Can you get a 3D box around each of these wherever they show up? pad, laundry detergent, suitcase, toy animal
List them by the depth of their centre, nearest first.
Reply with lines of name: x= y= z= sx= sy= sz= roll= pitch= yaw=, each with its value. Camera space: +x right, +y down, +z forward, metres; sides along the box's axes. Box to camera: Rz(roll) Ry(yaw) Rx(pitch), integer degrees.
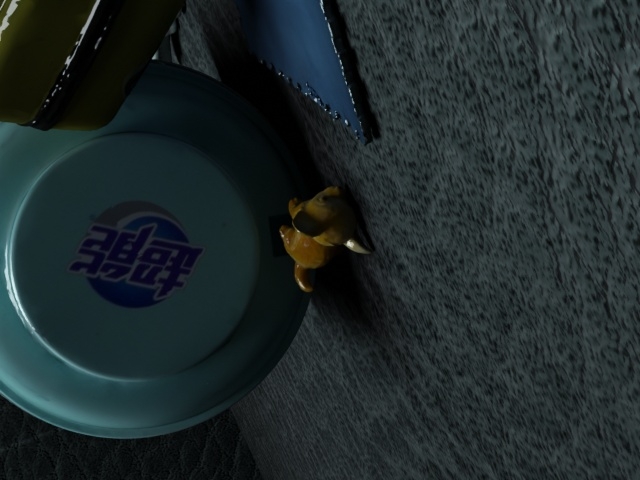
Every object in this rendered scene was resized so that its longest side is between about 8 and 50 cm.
pad: x=-0.047 y=-0.208 z=0.960 sx=0.269 sy=0.012 sz=0.269 roll=-133 pitch=22 yaw=-63
suitcase: x=-0.184 y=-0.202 z=1.020 sx=0.235 sy=0.143 sz=0.194 roll=-55 pitch=49 yaw=33
toy animal: x=0.000 y=0.000 z=1.063 sx=0.083 sy=0.060 sz=0.081 roll=-144 pitch=72 yaw=-74
laundry detergent: x=-0.158 y=0.000 z=1.234 sx=0.305 sy=0.287 sz=0.287 roll=-159 pitch=47 yaw=-77

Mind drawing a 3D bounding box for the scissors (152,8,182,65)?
scissors: x=-0.161 y=-0.223 z=1.493 sx=0.242 sy=0.031 sz=0.118 roll=97 pitch=150 yaw=-67
